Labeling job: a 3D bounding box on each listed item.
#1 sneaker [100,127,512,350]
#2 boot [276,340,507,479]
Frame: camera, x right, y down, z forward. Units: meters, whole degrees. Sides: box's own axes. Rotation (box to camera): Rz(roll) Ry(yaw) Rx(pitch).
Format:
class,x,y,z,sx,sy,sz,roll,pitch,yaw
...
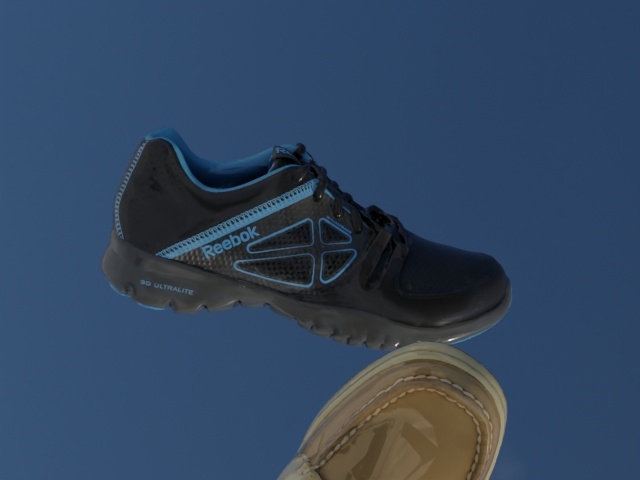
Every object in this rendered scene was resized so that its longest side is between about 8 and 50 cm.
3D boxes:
class,x,y,z,sx,sy,sz,roll,pitch,yaw
sneaker,0.000,0.000,1.261,0.125,0.341,0.139,-118,-141,-69
boot,-0.014,0.180,0.730,0.095,0.203,0.262,39,-66,-2
